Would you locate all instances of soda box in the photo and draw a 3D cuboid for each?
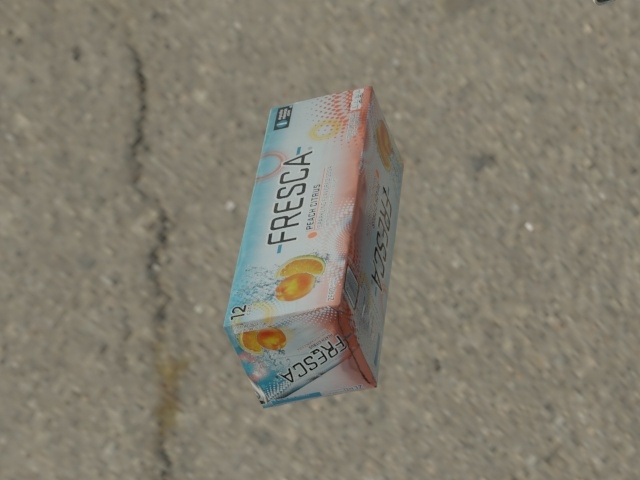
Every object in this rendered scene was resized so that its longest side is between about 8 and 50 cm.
[{"bbox_3d":[0.000,0.000,0.969,0.063,0.058,0.183,-11,36,17],"label":"soda box"}]

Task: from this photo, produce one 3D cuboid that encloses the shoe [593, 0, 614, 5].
[{"bbox_3d":[0.226,-0.228,1.364,0.077,0.219,0.058,-10,80,-10],"label":"shoe"}]
